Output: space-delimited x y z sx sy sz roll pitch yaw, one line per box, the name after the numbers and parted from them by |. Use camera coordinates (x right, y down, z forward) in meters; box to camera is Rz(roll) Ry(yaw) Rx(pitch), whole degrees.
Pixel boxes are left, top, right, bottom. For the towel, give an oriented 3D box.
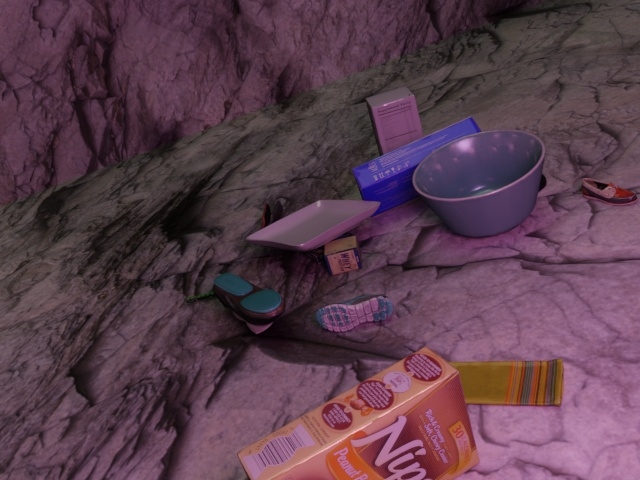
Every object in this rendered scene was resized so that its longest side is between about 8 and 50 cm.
0.287 0.239 1.093 0.237 0.021 0.102 -5 28 25 | towel

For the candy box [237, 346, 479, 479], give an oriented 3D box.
0.062 0.308 0.911 0.316 0.183 0.087 -25 27 -15 | candy box

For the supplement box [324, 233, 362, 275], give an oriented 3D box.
0.056 0.035 1.600 0.083 0.056 0.083 -15 25 7 | supplement box

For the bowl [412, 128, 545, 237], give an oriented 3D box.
0.395 -0.122 1.553 0.311 0.163 0.311 -19 30 11 | bowl

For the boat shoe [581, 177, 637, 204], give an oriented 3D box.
0.681 -0.117 1.522 0.049 0.043 0.137 -29 29 -26 | boat shoe

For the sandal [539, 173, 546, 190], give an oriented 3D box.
0.528 -0.139 1.663 0.067 0.040 0.179 9 36 45 | sandal

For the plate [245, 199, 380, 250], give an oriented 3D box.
-0.019 -0.036 1.704 0.277 0.045 0.278 -30 21 -31 | plate

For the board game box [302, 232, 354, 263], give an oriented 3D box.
0.000 0.000 1.740 0.126 0.026 0.186 -27 27 -20 | board game box

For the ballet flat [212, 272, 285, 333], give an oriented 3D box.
-0.153 0.149 1.462 0.095 0.096 0.280 -25 25 -25 | ballet flat

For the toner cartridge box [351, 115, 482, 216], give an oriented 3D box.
0.269 -0.195 1.747 0.348 0.165 0.075 -23 62 2 | toner cartridge box

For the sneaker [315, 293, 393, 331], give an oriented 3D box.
0.074 0.150 1.377 0.166 0.065 0.076 -9 10 10 | sneaker

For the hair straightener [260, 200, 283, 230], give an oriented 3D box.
-0.136 -0.054 1.909 0.089 0.047 0.230 -12 27 13 | hair straightener

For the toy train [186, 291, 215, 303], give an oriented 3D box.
-0.305 0.146 1.656 0.083 0.017 0.023 -14 15 8 | toy train

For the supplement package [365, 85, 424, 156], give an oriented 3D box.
0.240 -0.332 1.994 0.139 0.244 0.134 -16 26 2 | supplement package
